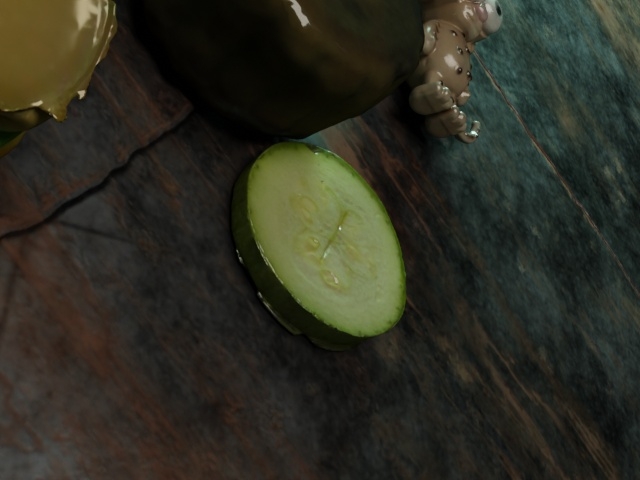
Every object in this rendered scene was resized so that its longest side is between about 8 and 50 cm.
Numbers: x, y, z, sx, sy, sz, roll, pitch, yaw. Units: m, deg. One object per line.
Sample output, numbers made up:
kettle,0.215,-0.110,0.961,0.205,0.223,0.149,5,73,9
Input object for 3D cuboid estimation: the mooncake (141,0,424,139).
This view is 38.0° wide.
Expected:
mooncake,-0.037,-0.245,0.925,0.290,0.161,0.290,29,47,-36

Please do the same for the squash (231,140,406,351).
squash,0.004,-0.002,0.922,0.219,0.041,0.219,27,50,-37

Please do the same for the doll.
doll,0.166,-0.257,1.203,0.154,0.119,0.277,39,48,-47

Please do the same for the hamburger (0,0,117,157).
hamburger,-0.262,-0.156,0.626,0.237,0.149,0.237,16,65,-37
